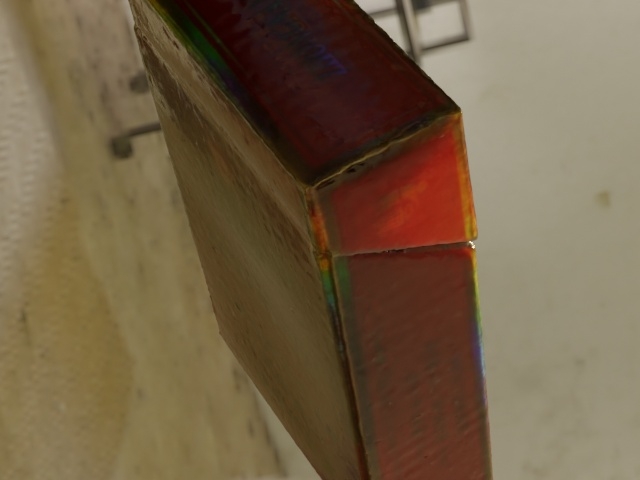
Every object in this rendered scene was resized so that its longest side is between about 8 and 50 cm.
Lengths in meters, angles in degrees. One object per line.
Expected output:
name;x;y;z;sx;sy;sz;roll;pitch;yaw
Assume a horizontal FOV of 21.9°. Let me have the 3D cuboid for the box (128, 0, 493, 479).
box;0.001;0.001;0.881;0.197;0.089;0.313;52;-17;38
